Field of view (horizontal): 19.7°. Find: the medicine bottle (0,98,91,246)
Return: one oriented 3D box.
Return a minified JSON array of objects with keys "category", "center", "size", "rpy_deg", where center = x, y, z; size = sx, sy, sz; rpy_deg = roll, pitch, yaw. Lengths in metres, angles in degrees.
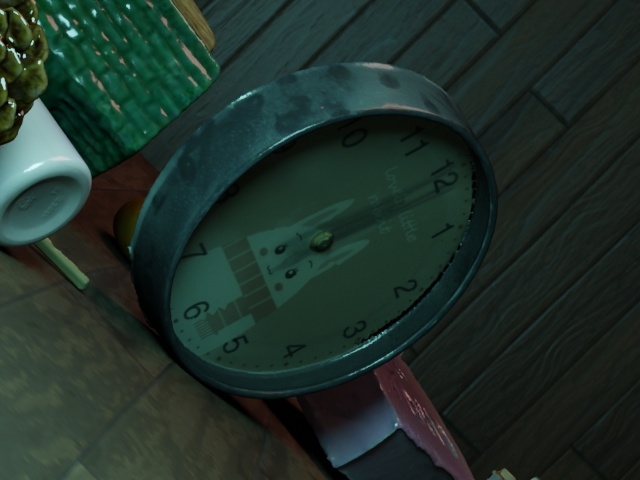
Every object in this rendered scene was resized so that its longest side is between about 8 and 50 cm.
[{"category":"medicine bottle","center":[-0.278,-0.092,1.543],"size":[0.186,0.103,0.103],"rpy_deg":[52,4,26]}]

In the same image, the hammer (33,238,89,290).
[{"category":"hammer","center":[-0.271,-0.019,1.641],"size":[0.195,0.028,0.060],"rpy_deg":[47,9,-24]}]

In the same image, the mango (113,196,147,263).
[{"category":"mango","center":[-0.200,-0.006,2.202],"size":[0.102,0.085,0.184],"rpy_deg":[46,-4,-7]}]

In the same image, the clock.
[{"category":"clock","center":[0.000,0.000,1.846],"size":[0.386,0.386,0.076],"rpy_deg":[44,9,-47]}]

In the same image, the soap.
[{"category":"soap","center":[0.058,0.202,2.255],"size":[0.285,0.107,0.296],"rpy_deg":[59,7,37]}]

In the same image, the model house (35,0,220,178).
[{"category":"model house","center":[-0.316,-0.252,1.916],"size":[0.382,0.335,0.342],"rpy_deg":[50,10,-14]}]

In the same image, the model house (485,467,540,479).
[{"category":"model house","center":[0.286,0.425,2.311],"size":[0.206,0.178,0.271],"rpy_deg":[47,-2,-21]}]

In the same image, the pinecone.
[{"category":"pinecone","center":[-0.303,-0.148,1.409],"size":[0.212,0.169,0.185],"rpy_deg":[21,-52,65]}]

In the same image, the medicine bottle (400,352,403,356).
[{"category":"medicine bottle","center":[-0.025,0.069,2.769],"size":[0.316,0.202,0.202],"rpy_deg":[46,1,-22]}]
